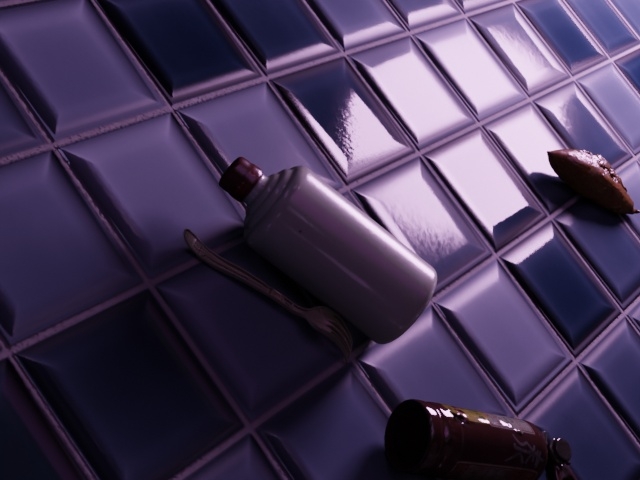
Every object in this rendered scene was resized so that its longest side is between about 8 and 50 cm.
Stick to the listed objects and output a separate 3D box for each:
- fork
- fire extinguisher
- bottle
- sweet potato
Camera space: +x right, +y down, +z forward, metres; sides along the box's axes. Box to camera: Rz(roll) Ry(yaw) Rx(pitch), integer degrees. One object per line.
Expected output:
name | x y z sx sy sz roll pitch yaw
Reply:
fork | -0.048 0.051 1.070 0.219 0.028 0.034 37 45 -13
fire extinguisher | 0.183 0.237 1.103 0.252 0.075 0.106 16 77 -33
bottle | 0.000 0.000 1.096 0.245 0.104 0.104 38 42 -13
sweet potato | 0.410 -0.087 1.555 0.206 0.060 0.068 34 80 -30
